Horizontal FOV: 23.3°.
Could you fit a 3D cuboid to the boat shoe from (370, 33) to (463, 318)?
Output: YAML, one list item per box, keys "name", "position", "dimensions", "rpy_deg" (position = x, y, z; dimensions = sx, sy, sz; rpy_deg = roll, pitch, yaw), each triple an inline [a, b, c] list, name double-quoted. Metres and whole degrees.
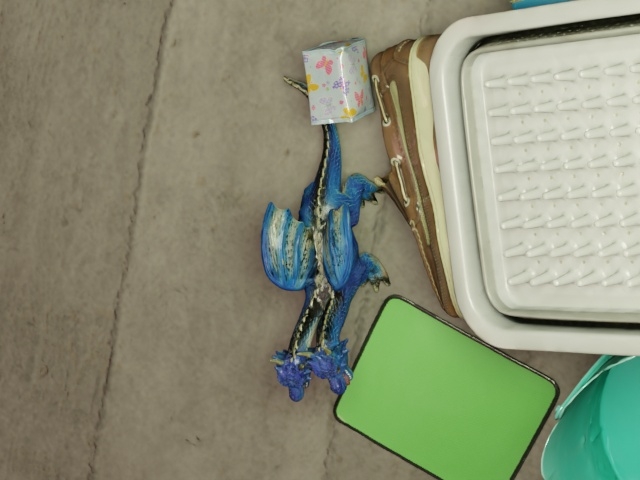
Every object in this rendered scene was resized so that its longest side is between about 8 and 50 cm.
- name: "boat shoe"
  position: [0.099, -0.055, 1.401]
  dimensions: [0.095, 0.095, 0.257]
  rpy_deg: [-4, 98, 35]

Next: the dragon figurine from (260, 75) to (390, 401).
- name: "dragon figurine"
  position: [0.000, 0.000, 1.413]
  dimensions: [0.085, 0.144, 0.289]
  rpy_deg: [0, 105, 20]

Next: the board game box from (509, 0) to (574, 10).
- name: "board game box"
  position: [0.209, -0.300, 1.162]
  dimensions: [0.224, 0.097, 0.303]
  rpy_deg: [11, 148, 39]

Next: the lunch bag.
- name: "lunch bag"
  position: [0.019, -0.144, 1.400]
  dimensions: [0.053, 0.083, 0.071]
  rpy_deg: [-2, 104, 25]

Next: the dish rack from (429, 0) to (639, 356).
- name: "dish rack"
  position: [0.241, -0.053, 1.236]
  dimensions: [0.333, 0.072, 0.285]
  rpy_deg: [-1, 100, 45]

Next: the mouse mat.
- name: "mouse mat"
  position: [0.118, 0.155, 1.489]
  dimensions: [0.190, 0.007, 0.152]
  rpy_deg: [29, 112, 12]

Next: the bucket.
- name: "bucket"
  position: [0.340, 0.186, 1.320]
  dimensions: [0.281, 0.183, 0.281]
  rpy_deg: [5, 106, 18]
